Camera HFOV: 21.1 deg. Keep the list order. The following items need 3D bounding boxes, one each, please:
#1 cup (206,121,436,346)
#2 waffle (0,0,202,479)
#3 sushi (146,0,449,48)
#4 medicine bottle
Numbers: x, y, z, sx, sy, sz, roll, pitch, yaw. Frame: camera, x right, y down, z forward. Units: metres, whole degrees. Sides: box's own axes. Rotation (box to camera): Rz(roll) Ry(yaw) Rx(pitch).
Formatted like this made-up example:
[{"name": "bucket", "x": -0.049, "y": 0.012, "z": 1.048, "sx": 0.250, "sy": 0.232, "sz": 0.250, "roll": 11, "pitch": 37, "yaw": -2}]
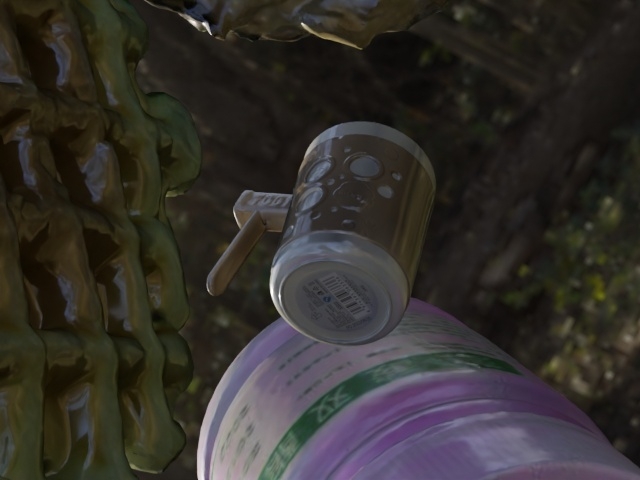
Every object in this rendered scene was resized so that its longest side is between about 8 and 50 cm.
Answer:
[{"name": "cup", "x": 0.002, "y": -0.006, "z": 0.865, "sx": 0.099, "sy": 0.102, "sz": 0.074, "roll": -74, "pitch": -2, "yaw": -48}, {"name": "waffle", "x": -0.128, "y": -0.054, "z": 0.570, "sx": 0.056, "sy": 0.309, "sz": 0.291, "roll": -21, "pitch": 40, "yaw": 19}, {"name": "sushi", "x": -0.057, "y": -0.253, "z": 0.831, "sx": 0.211, "sy": 0.350, "sz": 0.170, "roll": -22, "pitch": 32, "yaw": 20}, {"name": "medicine bottle", "x": 0.060, "y": 0.162, "z": 0.932, "sx": 0.212, "sy": 0.212, "sz": 0.325, "roll": -63, "pitch": 18, "yaw": 5}]
